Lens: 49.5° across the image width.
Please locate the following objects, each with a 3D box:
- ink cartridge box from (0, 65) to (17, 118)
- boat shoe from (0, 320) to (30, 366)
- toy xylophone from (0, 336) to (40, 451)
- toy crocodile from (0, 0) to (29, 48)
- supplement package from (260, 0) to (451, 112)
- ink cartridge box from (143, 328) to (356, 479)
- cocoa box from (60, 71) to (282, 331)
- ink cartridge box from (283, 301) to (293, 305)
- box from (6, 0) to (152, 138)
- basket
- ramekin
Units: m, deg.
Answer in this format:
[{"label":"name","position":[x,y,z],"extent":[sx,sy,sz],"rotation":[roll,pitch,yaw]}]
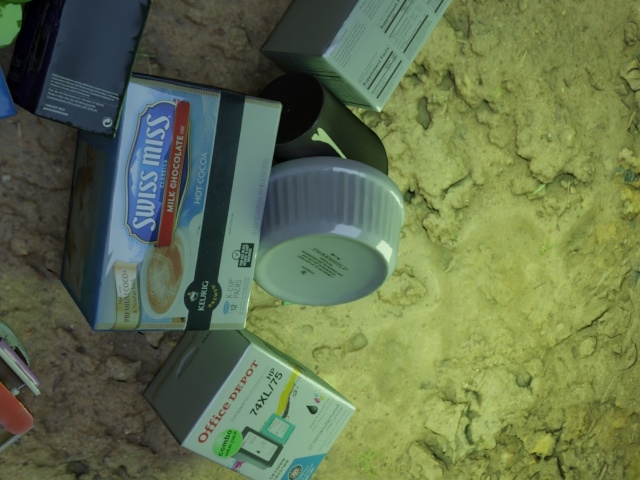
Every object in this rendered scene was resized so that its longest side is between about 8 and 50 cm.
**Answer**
[{"label":"ink cartridge box","position":[-0.502,-0.178,0.879],"extent":[0.191,0.140,0.082],"rotation":[-21,116,-25]},{"label":"boat shoe","position":[-0.479,0.160,1.061],"extent":[0.035,0.035,0.100],"rotation":[-36,120,-18]},{"label":"toy xylophone","position":[-0.557,0.273,1.012],"extent":[0.323,0.081,0.236],"rotation":[-41,122,-9]},{"label":"toy crocodile","position":[-0.376,-0.384,0.782],"extent":[0.105,0.115,0.340],"rotation":[-8,128,-28]},{"label":"supplement package","position":[0.065,-0.367,1.132],"extent":[0.145,0.204,0.261],"rotation":[36,85,-35]},{"label":"ink cartridge box","position":[-0.125,0.281,1.219],"extent":[0.270,0.197,0.198],"rotation":[38,83,-34]},{"label":"cocoa box","position":[-0.232,-0.063,1.026],"extent":[0.228,0.231,0.346],"rotation":[4,102,-33]},{"label":"ink cartridge box","position":[-0.006,0.028,1.296],"extent":[0.109,0.062,0.209],"rotation":[-6,108,-30]},{"label":"box","position":[-0.321,-0.248,0.896],"extent":[0.103,0.261,0.184],"rotation":[16,95,-34]},{"label":"basket","position":[-0.002,-0.160,1.129],"extent":[0.227,0.154,0.204],"rotation":[40,39,-55]},{"label":"ramekin","position":[0.000,0.000,1.101],"extent":[0.273,0.273,0.127],"rotation":[28,47,-35]}]
